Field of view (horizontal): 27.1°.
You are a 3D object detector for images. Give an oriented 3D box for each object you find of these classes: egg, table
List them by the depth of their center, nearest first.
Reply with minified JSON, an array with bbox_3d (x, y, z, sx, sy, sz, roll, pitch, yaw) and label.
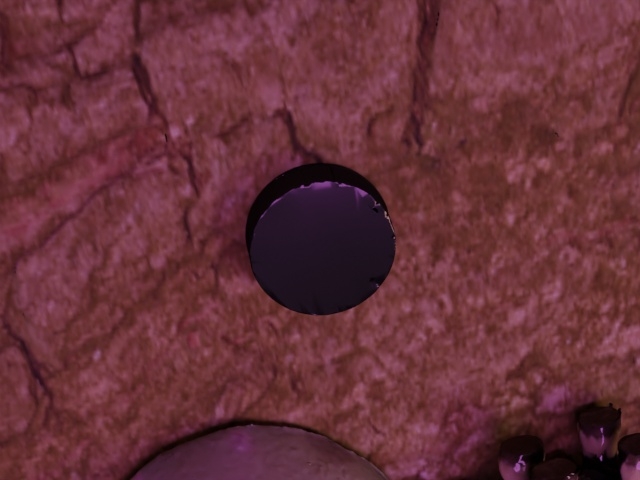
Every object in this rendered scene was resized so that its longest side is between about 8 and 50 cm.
[{"bbox_3d":[0.000,0.000,1.198,0.134,0.043,0.133,-3,115,-6],"label":"table"},{"bbox_3d":[-0.045,0.356,1.268,0.337,0.201,0.337,-4,114,-9],"label":"egg"}]

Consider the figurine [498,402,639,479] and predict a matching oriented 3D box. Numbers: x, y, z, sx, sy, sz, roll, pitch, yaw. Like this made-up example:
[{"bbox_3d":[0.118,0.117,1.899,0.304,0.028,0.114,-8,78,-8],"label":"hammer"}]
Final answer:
[{"bbox_3d":[0.270,0.370,1.323,0.306,0.241,0.411,12,95,-41],"label":"figurine"}]
